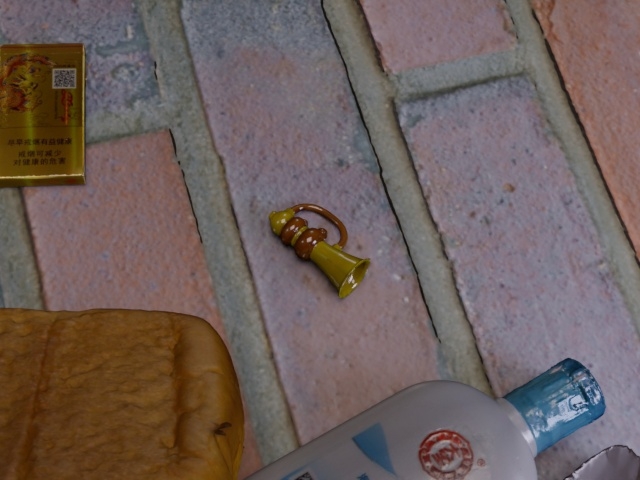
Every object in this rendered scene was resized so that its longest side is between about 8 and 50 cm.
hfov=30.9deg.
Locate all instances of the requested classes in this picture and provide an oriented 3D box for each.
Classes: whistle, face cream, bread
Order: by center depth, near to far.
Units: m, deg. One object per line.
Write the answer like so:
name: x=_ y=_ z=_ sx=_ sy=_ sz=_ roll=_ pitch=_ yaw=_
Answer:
bread: x=-0.221 y=0.171 z=0.887 sx=0.328 sy=0.148 sz=0.337 roll=1 pitch=22 yaw=-10
face cream: x=0.097 y=0.205 z=0.998 sx=0.337 sy=0.080 sz=0.163 roll=-27 pitch=64 yaw=-16
whistle: x=0.001 y=-0.001 z=1.108 sx=0.057 sy=0.046 sz=0.109 roll=-44 pitch=70 yaw=-7

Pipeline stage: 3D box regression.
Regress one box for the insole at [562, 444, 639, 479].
insole: x=0.178 y=0.303 z=0.972 sx=0.328 sy=0.007 sz=0.111 roll=-49 pitch=113 yaw=-20

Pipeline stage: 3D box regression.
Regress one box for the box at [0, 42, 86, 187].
box: x=-0.277 y=-0.126 z=1.149 sx=0.089 sy=0.022 sz=0.156 roll=-3 pitch=65 yaw=-9
